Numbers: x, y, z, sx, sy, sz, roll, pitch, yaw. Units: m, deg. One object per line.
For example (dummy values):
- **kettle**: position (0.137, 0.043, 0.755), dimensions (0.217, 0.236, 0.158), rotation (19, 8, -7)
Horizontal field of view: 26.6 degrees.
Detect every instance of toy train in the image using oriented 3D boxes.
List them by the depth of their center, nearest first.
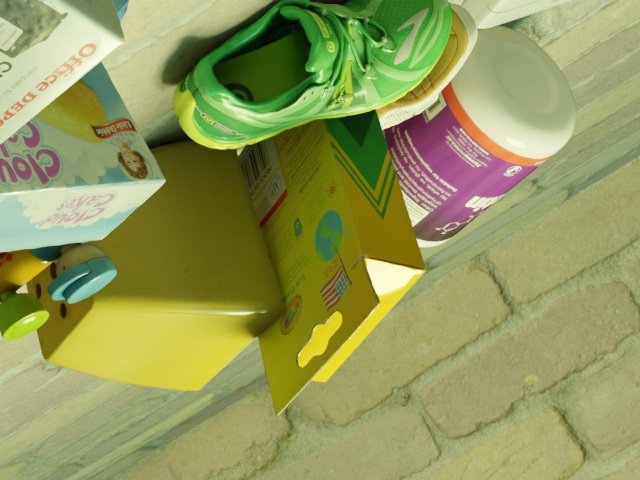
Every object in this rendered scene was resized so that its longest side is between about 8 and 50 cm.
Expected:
- **toy train**: position (-0.305, 0.032, 1.252), dimensions (0.248, 0.143, 0.105), rotation (-36, 166, 23)

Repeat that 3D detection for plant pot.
- **plant pot**: position (-0.192, 0.028, 1.403), dimensions (0.187, 0.212, 0.212), rotation (-1, 152, -35)

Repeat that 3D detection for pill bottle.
- **pill bottle**: position (0.155, -0.112, 1.691), dimensions (0.181, 0.181, 0.323), rotation (-19, 164, -43)

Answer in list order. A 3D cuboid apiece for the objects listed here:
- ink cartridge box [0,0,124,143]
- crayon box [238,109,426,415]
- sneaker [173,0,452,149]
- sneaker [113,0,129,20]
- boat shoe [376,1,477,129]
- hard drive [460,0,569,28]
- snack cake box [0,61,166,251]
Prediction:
- **ink cartridge box**: position (-0.222, -0.140, 0.798), dimensions (0.127, 0.072, 0.175), rotation (-36, 146, 19)
- **crayon box**: position (0.000, 0.000, 1.389), dimensions (0.081, 0.319, 0.202), rotation (12, 136, -30)
- **sneaker**: position (0.006, -0.171, 1.266), dimensions (0.295, 0.109, 0.123), rotation (-26, 171, -19)
- **sneaker**: position (-0.176, -0.176, 0.922), dimensions (0.073, 0.063, 0.162), rotation (-39, 166, 22)
- **boat shoe**: position (0.091, -0.185, 1.462), dimensions (0.096, 0.098, 0.277), rotation (-23, 175, -35)
- **hard drive**: position (0.321, -0.360, 1.412), dimensions (0.233, 0.047, 0.353), rotation (-23, 165, -35)
- **snack cake box**: position (-0.246, -0.074, 0.947), dimensions (0.089, 0.152, 0.264), rotation (-38, 167, 28)
